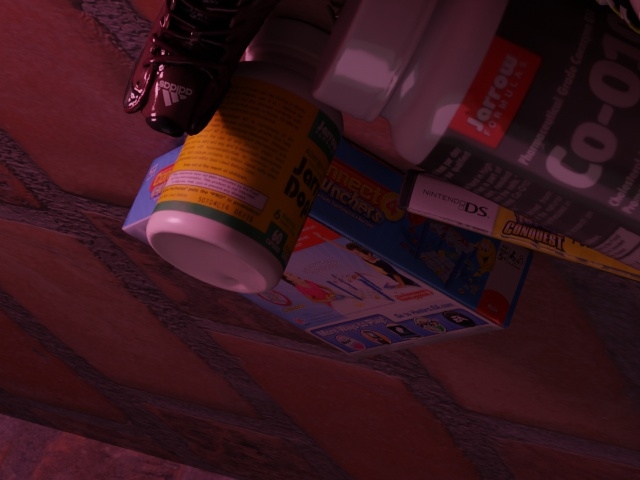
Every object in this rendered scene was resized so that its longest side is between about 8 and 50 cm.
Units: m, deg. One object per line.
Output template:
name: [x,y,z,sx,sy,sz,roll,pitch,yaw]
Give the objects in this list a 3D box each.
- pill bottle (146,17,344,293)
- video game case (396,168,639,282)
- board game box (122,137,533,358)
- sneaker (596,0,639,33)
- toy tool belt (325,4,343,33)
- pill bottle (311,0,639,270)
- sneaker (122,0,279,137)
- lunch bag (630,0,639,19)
pill bottle: [-0.050,-0.072,1.523,0.118,0.208,0.117,20,160,8]
video game case: [0.210,-0.005,1.523,0.248,0.035,0.275,17,-176,14]
board game box: [0.000,0.000,1.841,0.302,0.086,0.308,30,159,-20]
sneaker: [0.203,-0.168,1.163,0.235,0.097,0.084,8,156,35]
toy tool belt: [0.039,-0.153,1.469,0.083,0.052,0.051,39,-174,-32]
pill bottle: [0.148,-0.101,1.301,0.283,0.161,0.161,24,161,-6]
sneaker: [-0.078,-0.159,1.391,0.106,0.162,0.281,24,161,-3]
lunch bag: [0.295,-0.160,0.919,0.256,0.212,0.305,39,158,3]
